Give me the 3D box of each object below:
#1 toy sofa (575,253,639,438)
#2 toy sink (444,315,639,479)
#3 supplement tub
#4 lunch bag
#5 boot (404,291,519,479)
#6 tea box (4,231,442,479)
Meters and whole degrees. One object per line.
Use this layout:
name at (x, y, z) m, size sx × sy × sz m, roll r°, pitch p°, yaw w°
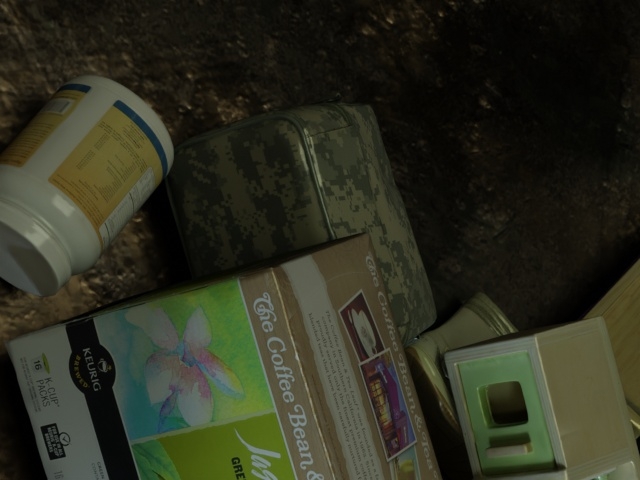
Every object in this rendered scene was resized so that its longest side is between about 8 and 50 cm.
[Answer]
toy sofa at (0.410, 0.125, 2.181) m, size 0.150 × 0.177 × 0.362 m, roll 43°, pitch 57°, yaw 8°
toy sink at (0.255, 0.219, 1.941) m, size 0.131 × 0.153 × 0.234 m, roll -12°, pitch 88°, yaw -40°
supplement tub at (-0.258, -0.056, 1.732) m, size 0.144 × 0.144 × 0.199 m, roll 47°, pitch 59°, yaw -19°
lunch bag at (0.000, 0.000, 1.863) m, size 0.256 × 0.212 × 0.305 m, roll -20°, pitch 94°, yaw -55°
boot at (0.191, 0.185, 2.044) m, size 0.165 × 0.077 × 0.213 m, roll -35°, pitch 101°, yaw -37°
tea box at (-0.083, 0.197, 1.666) m, size 0.220 × 0.323 × 0.329 m, roll -20°, pitch 93°, yaw -62°
